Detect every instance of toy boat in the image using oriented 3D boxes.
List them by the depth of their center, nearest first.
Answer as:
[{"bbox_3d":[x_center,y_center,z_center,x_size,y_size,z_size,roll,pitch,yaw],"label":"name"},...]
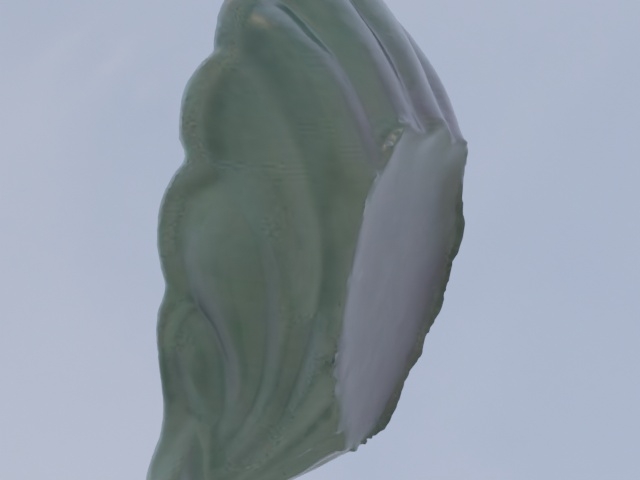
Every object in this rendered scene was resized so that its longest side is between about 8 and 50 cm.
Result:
[{"bbox_3d":[0.000,0.000,0.918,0.199,0.100,0.290,22,-96,-60],"label":"toy boat"}]
